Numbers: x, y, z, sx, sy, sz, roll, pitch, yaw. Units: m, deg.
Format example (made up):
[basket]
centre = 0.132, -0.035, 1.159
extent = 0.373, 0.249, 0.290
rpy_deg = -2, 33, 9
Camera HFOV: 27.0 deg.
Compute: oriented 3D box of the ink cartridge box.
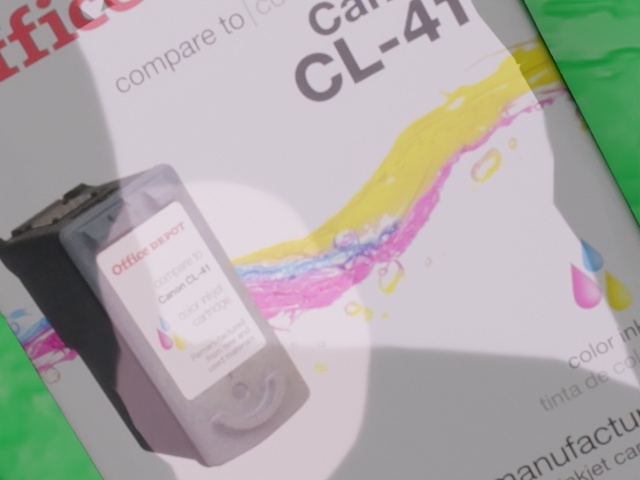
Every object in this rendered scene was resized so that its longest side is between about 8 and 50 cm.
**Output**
[ink cartridge box]
centre = 0.000, 0.000, 0.528
extent = 0.226, 0.131, 0.306
rpy_deg = -28, 102, 8
